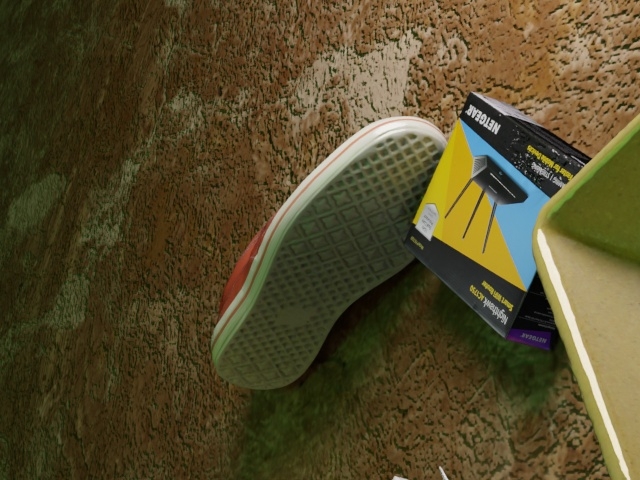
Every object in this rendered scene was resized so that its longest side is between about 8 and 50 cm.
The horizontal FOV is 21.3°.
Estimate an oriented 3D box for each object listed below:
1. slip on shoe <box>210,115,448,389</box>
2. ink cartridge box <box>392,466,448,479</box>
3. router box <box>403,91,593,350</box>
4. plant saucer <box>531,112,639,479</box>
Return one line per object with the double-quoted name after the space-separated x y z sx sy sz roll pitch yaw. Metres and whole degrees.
0.000 0.000 1.421 0.331 0.123 0.101 127 151 -44 "slip on shoe"
0.077 0.237 1.162 0.143 0.090 0.092 -61 30 21 "ink cartridge box"
0.137 -0.018 1.238 0.133 0.046 0.179 -68 27 13 "router box"
0.261 -0.012 0.758 0.333 0.081 0.333 -47 25 21 "plant saucer"
